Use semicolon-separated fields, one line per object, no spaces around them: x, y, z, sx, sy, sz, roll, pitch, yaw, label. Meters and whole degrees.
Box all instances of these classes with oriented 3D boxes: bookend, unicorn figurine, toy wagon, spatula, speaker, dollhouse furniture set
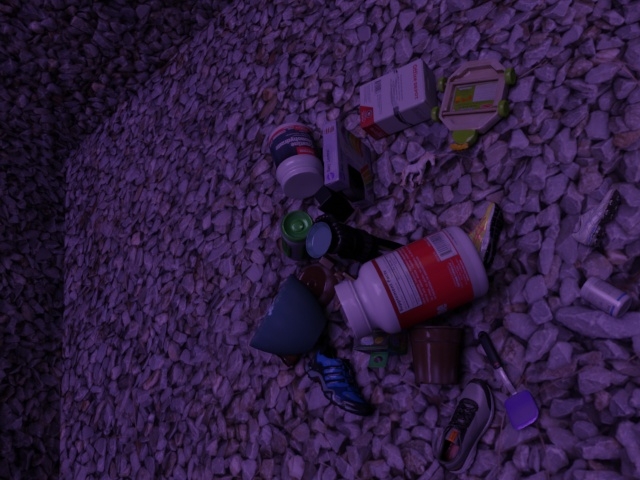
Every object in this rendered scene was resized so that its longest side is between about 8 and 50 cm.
0.028;-0.163;2.146;0.072;0.157;0.156;-46;50;15;bookend
0.343;-0.246;1.988;0.162;0.060;0.111;-4;70;38;unicorn figurine
0.512;-0.454;1.934;0.267;0.068;0.344;5;76;41;toy wagon
0.517;0.381;1.600;0.084;0.030;0.296;-36;52;21;spatula
-0.084;-0.013;2.080;0.131;0.296;0.131;1;74;-2;speaker
0.042;0.145;2.013;0.151;0.144;0.123;35;97;6;dollhouse furniture set

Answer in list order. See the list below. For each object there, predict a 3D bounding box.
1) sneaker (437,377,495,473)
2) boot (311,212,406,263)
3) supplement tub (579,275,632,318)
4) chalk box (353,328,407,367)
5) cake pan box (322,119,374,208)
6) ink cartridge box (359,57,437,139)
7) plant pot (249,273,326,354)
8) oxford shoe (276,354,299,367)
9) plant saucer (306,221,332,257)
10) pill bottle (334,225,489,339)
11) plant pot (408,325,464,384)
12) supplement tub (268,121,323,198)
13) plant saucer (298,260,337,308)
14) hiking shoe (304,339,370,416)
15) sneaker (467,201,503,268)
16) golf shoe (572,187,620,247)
0.404;0.517;1.584;0.100;0.108;0.271;14;80;44;sneaker
0.153;0.029;1.890;0.348;0.260;0.131;18;85;43;boot
0.746;0.148;1.484;0.107;0.071;0.071;40;99;42;supplement tub
0.195;0.303;1.831;0.132;0.132;0.213;-9;67;36;chalk box
0.102;-0.269;2.070;0.070;0.246;0.267;-19;60;33;cake pan box
0.289;-0.522;2.112;0.273;0.114;0.197;-17;61;35;ink cartridge box
-0.095;0.289;2.004;0.195;0.290;0.290;30;92;-2;plant pot
-0.146;0.392;2.128;0.076;0.076;0.212;-37;42;-18;oxford shoe
0.000;0.000;1.850;0.119;0.021;0.119;-16;67;44;plant saucer
0.259;0.133;1.667;0.408;0.229;0.229;-23;55;1;pill bottle
0.341;0.342;1.682;0.167;0.167;0.165;-8;74;37;plant pot
-0.097;-0.324;2.293;0.191;0.191;0.272;-33;54;25;supplement tub
-0.025;0.168;2.132;0.199;0.036;0.198;-16;63;34;plant saucer
0.064;0.458;1.882;0.304;0.113;0.132;34;95;43;hiking shoe
0.497;-0.022;1.754;0.094;0.081;0.208;12;80;44;sneaker
0.759;-0.070;1.571;0.086;0.069;0.176;27;89;49;golf shoe
